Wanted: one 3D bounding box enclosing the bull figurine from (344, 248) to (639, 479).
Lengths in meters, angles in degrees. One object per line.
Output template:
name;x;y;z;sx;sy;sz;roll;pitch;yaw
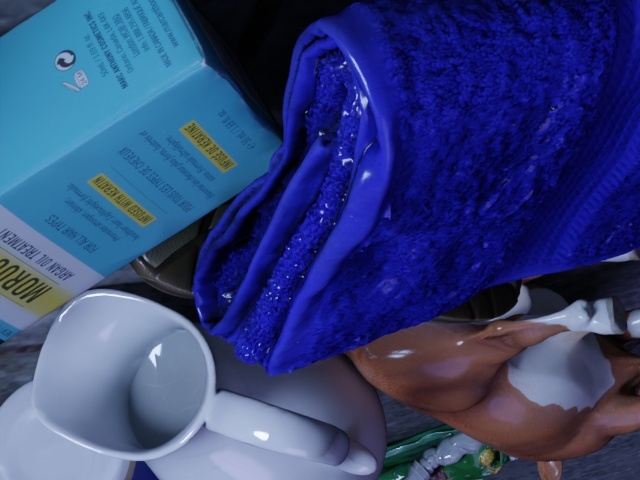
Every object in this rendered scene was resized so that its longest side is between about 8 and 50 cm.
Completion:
bull figurine;0.140;0.073;0.994;0.188;0.101;0.310;-22;155;29

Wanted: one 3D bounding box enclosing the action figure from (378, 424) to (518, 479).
action figure;0.067;0.188;1.288;0.232;0.063;0.137;-25;152;15

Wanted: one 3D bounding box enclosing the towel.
towel;0.112;-0.043;0.669;0.308;0.076;0.227;-19;162;-24

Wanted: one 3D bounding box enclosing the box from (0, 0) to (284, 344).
box;-0.139;-0.007;0.641;0.244;0.060;0.100;-32;154;6

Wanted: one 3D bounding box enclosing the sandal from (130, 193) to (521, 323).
sandal;0.000;0.000;0.782;0.219;0.090;0.060;-1;171;-31

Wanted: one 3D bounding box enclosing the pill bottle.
pill bottle;-0.128;0.145;1.025;0.094;0.094;0.169;-19;157;13

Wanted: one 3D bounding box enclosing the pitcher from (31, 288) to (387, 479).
pitcher;-0.029;0.104;0.910;0.178;0.125;0.207;18;173;36
